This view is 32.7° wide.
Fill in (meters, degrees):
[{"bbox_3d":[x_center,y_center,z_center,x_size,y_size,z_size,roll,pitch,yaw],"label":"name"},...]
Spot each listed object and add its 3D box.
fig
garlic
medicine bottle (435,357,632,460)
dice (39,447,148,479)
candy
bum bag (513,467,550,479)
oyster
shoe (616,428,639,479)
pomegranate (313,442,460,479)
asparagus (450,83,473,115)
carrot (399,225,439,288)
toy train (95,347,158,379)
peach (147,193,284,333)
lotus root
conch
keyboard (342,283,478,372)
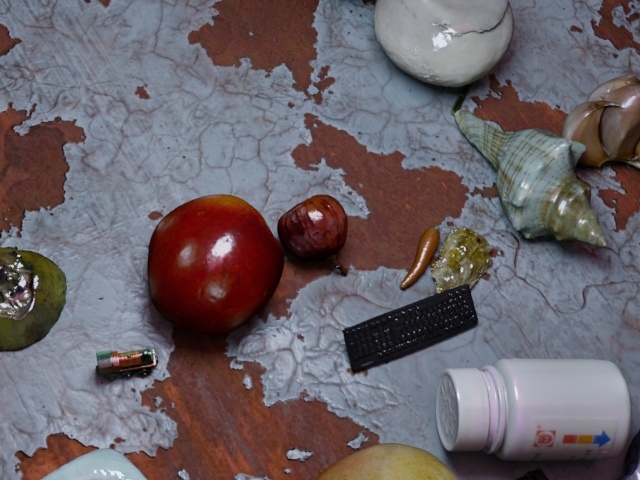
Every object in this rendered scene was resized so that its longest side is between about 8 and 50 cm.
[{"bbox_3d":[-0.014,-0.010,1.915,0.128,0.150,0.128,2,22,-1],"label":"fig"},{"bbox_3d":[0.573,-0.234,2.095,0.214,0.191,0.160,7,39,6],"label":"garlic"},{"bbox_3d":[0.349,0.280,1.802,0.293,0.170,0.170,1,65,-10],"label":"medicine bottle"},{"bbox_3d":[-0.328,0.474,1.544,0.265,0.268,0.262,-35,74,-21],"label":"dice"},{"bbox_3d":[0.235,-0.410,2.101,0.295,0.185,0.295,-2,48,3],"label":"candy"},{"bbox_3d":[0.304,0.438,1.787,0.198,0.049,0.087,-17,64,-16],"label":"bum bag"},{"bbox_3d":[0.251,0.036,1.977,0.146,0.045,0.121,-16,59,-14],"label":"oyster"},{"bbox_3d":[0.578,0.400,1.831,0.137,0.095,0.245,32,68,2],"label":"shoe"},{"bbox_3d":[0.092,0.450,1.598,0.319,0.319,0.319,4,65,-8],"label":"pomegranate"},{"bbox_3d":[0.288,-0.295,2.148,0.018,0.015,0.127,34,64,-3],"label":"asparagus"},{"bbox_3d":[0.183,0.030,1.969,0.035,0.035,0.142,27,68,4],"label":"carrot"},{"bbox_3d":[-0.317,0.198,1.787,0.103,0.064,0.044,-7,65,-13],"label":"toy train"},{"bbox_3d":[-0.184,0.036,1.812,0.243,0.199,0.243,-1,63,1],"label":"peach"},{"bbox_3d":[-0.526,0.084,1.801,0.203,0.078,0.183,1,64,-7],"label":"lotus root"},{"bbox_3d":[0.401,-0.134,2.008,0.203,0.169,0.386,-21,70,-27],"label":"conch"},{"bbox_3d":[0.159,0.153,1.896,0.250,0.017,0.087,-19,101,-18],"label":"keyboard"}]
